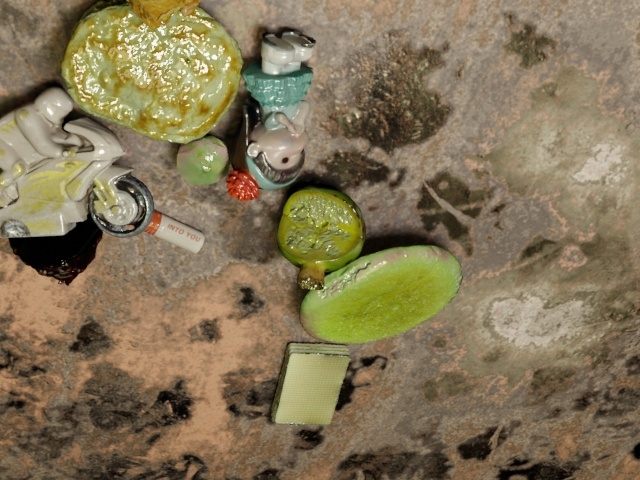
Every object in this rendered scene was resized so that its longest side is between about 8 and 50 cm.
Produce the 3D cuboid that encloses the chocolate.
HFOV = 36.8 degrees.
[{"bbox_3d":[-0.403,0.005,1.511,0.156,0.156,0.133,-10,151,-2],"label":"chocolate"}]

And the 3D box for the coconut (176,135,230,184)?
[{"bbox_3d":[-0.177,-0.123,1.466,0.082,0.081,0.083,-44,115,7],"label":"coconut"}]

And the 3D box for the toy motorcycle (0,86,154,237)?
[{"bbox_3d":[-0.414,-0.110,1.397,0.341,0.108,0.222,0,105,4],"label":"toy motorcycle"}]

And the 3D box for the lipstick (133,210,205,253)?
[{"bbox_3d":[-0.252,-0.021,1.557,0.131,0.038,0.038,25,120,-27],"label":"lipstick"}]

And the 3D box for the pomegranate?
[{"bbox_3d":[0.001,0.000,1.552,0.143,0.169,0.122,3,172,5],"label":"pomegranate"}]

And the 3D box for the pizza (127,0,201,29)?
[{"bbox_3d":[-0.218,-0.340,1.268,0.175,0.134,0.046,17,160,-10],"label":"pizza"}]

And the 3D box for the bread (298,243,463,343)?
[{"bbox_3d":[0.109,0.105,1.664,0.301,0.045,0.301,-13,149,-8],"label":"bread"}]

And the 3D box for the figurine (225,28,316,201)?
[{"bbox_3d":[-0.074,-0.182,1.409,0.138,0.110,0.245,-19,132,-39],"label":"figurine"}]

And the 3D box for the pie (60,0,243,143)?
[{"bbox_3d":[-0.229,-0.249,1.351,0.248,0.090,0.201,21,109,-23],"label":"pie"}]

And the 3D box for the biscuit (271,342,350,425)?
[{"bbox_3d":[-0.021,0.275,1.831,0.121,0.040,0.199,3,129,-16],"label":"biscuit"}]
